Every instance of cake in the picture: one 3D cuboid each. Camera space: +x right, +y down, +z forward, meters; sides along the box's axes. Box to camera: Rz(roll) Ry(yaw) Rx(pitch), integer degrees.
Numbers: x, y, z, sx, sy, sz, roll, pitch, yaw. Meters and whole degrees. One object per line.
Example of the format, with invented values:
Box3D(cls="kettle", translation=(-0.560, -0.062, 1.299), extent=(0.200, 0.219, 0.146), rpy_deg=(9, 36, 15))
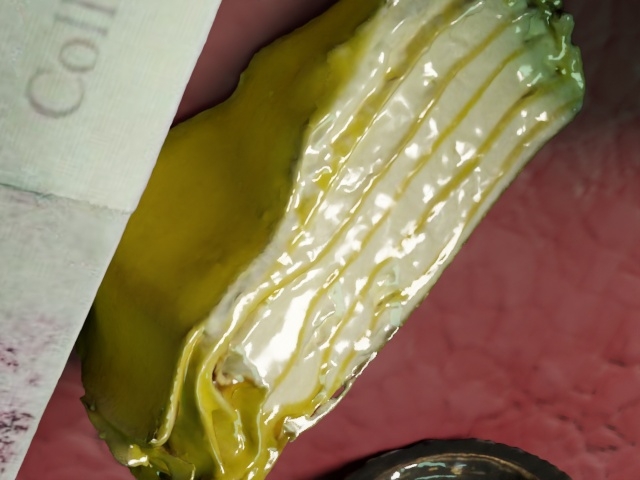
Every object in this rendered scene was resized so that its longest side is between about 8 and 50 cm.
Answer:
Box3D(cls="cake", translation=(-0.002, -0.003, 0.501), extent=(0.185, 0.116, 0.079), rpy_deg=(-28, 122, 10))

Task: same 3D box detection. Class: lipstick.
Box3D(cls="lipstick", translation=(-0.060, -0.081, 0.461), extent=(0.066, 0.068, 0.317), rpy_deg=(15, 117, -22))

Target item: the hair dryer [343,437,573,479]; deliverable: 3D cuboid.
Box3D(cls="hair dryer", translation=(-0.044, 0.159, 0.614), extent=(0.279, 0.090, 0.135), rpy_deg=(-7, 125, -2))
